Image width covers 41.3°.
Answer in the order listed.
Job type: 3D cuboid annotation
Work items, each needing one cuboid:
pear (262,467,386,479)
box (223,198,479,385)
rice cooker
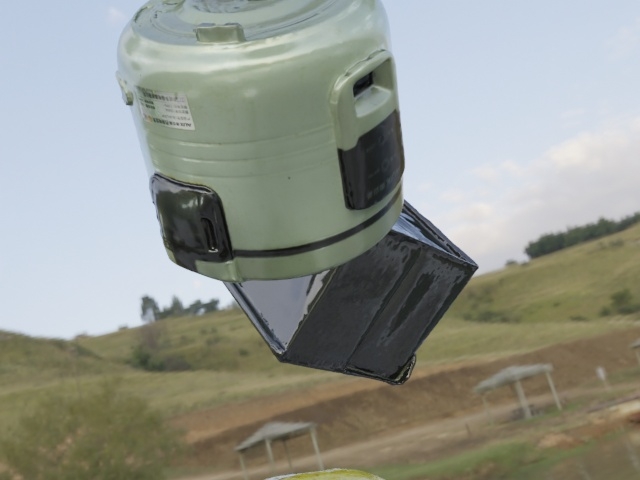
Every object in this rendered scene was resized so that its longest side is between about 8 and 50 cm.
[{"bbox_3d":[0.003,0.257,0.596,0.197,0.197,0.197,-16,-14,-4],"label":"pear"},{"bbox_3d":[-0.001,0.001,1.165,0.251,0.345,0.204,21,-71,-46],"label":"box"},{"bbox_3d":[-0.040,-0.088,0.686,0.226,0.226,0.244,-14,-54,-12],"label":"rice cooker"}]
